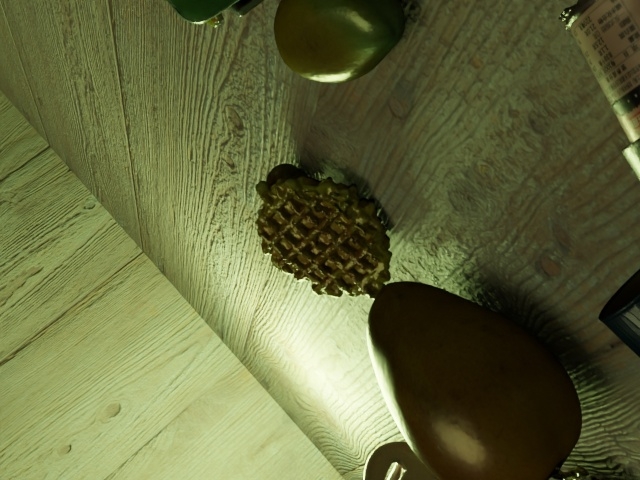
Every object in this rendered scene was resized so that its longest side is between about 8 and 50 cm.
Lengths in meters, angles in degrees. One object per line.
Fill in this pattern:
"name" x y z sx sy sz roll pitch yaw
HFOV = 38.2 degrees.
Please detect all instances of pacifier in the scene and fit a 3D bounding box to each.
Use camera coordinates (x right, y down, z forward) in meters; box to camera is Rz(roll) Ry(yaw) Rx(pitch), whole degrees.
"pacifier" 0.235 0.492 1.726 0.332 0.220 0.273 35 161 3

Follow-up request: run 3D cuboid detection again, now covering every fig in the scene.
"fig" -0.043 -0.081 1.509 0.084 0.082 0.098 25 -167 24

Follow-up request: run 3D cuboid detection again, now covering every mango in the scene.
"mango" 0.193 0.196 1.265 0.378 0.221 0.264 46 169 47
"mango" 0.021 -0.234 1.010 0.194 0.092 0.130 12 138 55

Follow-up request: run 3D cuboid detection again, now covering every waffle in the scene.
"waffle" 0.000 0.000 1.437 0.237 0.059 0.243 11 133 27

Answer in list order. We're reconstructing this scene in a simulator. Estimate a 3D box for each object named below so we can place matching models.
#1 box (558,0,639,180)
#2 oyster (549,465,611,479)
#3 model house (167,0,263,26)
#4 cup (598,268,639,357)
"box" 0.244 -0.131 0.612 0.135 0.151 0.151 57 162 5
"oyster" 0.418 0.412 1.363 0.214 0.083 0.223 46 156 2
"model house" -0.169 -0.383 0.945 0.358 0.242 0.313 51 165 -9
"cup" 0.353 0.076 0.852 0.138 0.150 0.113 46 127 6
